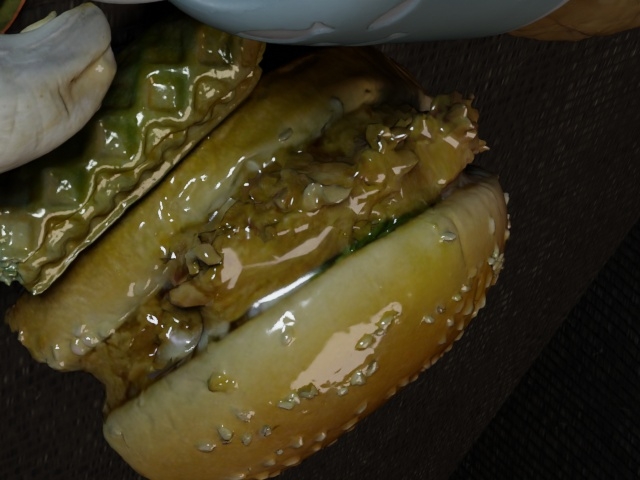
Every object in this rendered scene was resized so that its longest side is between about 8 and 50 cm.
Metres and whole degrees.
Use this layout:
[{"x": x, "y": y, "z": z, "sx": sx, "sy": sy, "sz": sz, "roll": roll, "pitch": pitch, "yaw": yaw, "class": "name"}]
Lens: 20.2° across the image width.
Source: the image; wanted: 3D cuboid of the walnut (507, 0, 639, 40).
[{"x": 0.188, "y": -0.293, "z": 1.341, "sx": 0.313, "sy": 0.252, "sz": 0.277, "roll": -3, "pitch": 135, "yaw": -51, "class": "walnut"}]

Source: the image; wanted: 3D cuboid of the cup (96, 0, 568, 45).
[{"x": -0.018, "y": -0.227, "z": 1.088, "sx": 0.356, "sy": 0.259, "sz": 0.274, "roll": -23, "pitch": 175, "yaw": 32, "class": "cup"}]

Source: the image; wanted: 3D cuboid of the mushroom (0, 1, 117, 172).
[{"x": -0.244, "y": -0.086, "z": 1.026, "sx": 0.351, "sy": 0.095, "sz": 0.123, "roll": -12, "pitch": 130, "yaw": -59, "class": "mushroom"}]

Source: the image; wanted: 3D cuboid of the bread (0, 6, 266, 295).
[{"x": -0.147, "y": -0.077, "z": 1.309, "sx": 0.269, "sy": 0.087, "sz": 0.098, "roll": -44, "pitch": 161, "yaw": -7, "class": "bread"}]

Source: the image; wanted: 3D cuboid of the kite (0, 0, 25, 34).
[{"x": -0.268, "y": -0.133, "z": 1.044, "sx": 0.377, "sy": 0.013, "sz": 0.327, "roll": -40, "pitch": 160, "yaw": -18, "class": "kite"}]

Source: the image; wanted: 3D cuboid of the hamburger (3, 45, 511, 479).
[{"x": 0.000, "y": 0.000, "z": 1.433, "sx": 0.445, "sy": 0.268, "sz": 0.287, "roll": -32, "pitch": 170, "yaw": -35, "class": "hamburger"}]
